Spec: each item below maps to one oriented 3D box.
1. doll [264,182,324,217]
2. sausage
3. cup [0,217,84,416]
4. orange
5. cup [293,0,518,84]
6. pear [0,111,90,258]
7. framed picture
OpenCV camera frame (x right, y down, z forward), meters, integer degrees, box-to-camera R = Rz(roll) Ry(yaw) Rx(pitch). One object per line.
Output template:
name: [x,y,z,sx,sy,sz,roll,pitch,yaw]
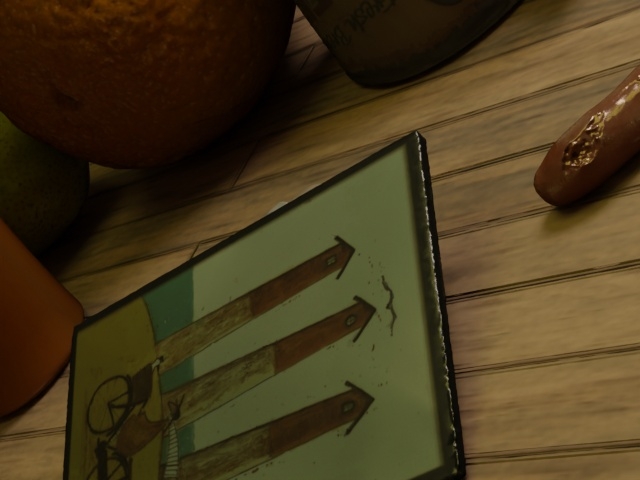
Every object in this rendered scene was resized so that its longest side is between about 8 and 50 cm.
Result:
doll: [0.000,0.000,0.979,0.127,0.073,0.084,-32,-5,14]
sausage: [0.200,-0.091,0.849,0.186,0.043,0.043,-45,26,-2]
cup: [-0.335,0.013,1.199,0.182,0.264,0.226,-38,27,11]
orange: [-0.172,-0.246,1.288,0.322,0.322,0.357,-25,40,34]
cup: [0.055,-0.285,1.104,0.301,0.257,0.227,6,57,56]
pear: [-0.325,-0.061,1.388,0.198,0.198,0.198,-33,28,20]
framed picture: [-0.053,0.095,0.892,0.324,0.013,0.244,-29,46,30]
